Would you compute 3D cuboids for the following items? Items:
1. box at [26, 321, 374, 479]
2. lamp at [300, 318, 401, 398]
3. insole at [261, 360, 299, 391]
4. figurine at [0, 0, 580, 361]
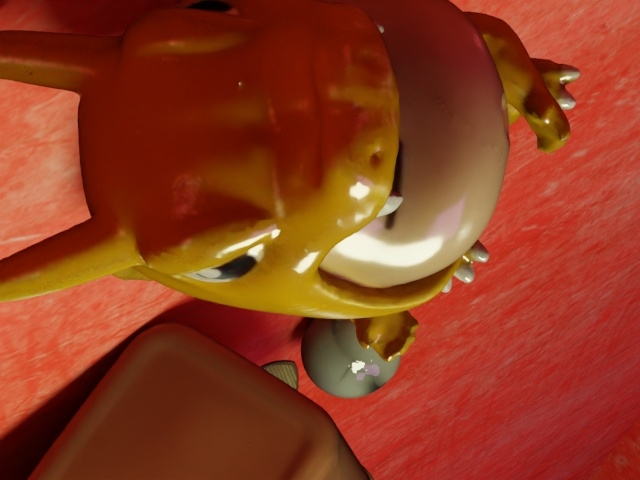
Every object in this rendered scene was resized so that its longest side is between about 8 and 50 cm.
[{"bbox_3d":[-0.132,0.273,1.473,0.339,0.239,0.229,-55,160,-16],"label":"box"},{"bbox_3d":[0.032,0.114,1.701,0.105,0.105,0.105,-34,159,-15],"label":"lamp"},{"bbox_3d":[-0.053,0.182,1.843,0.086,0.005,0.253,-36,160,-6],"label":"insole"},{"bbox_3d":[-0.017,-0.051,1.041,0.401,0.268,0.387,-43,162,25],"label":"figurine"}]
